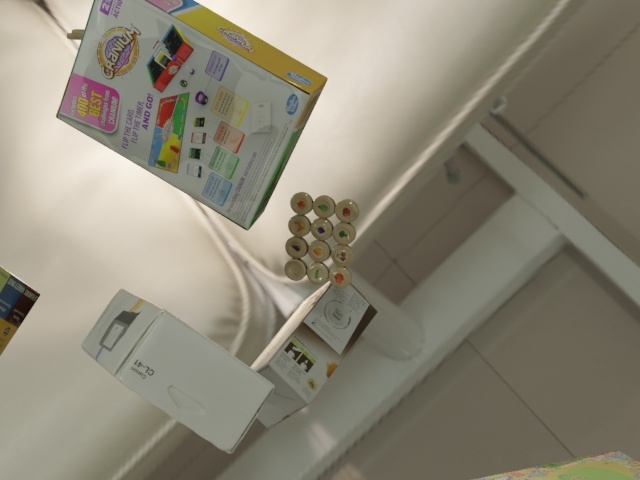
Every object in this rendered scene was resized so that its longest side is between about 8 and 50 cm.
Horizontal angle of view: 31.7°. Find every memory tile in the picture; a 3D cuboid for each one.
[{"bbox_3d":[0.000,0.000,1.760,0.113,0.012,0.148,11,111,15],"label":"memory tile"}]

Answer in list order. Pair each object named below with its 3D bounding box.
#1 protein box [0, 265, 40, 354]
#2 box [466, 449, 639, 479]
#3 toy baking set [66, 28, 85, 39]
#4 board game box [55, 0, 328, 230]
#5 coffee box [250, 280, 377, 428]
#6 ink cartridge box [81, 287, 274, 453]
[{"bbox_3d":[-0.492,0.086,1.356,0.200,0.136,0.201,27,78,18],"label":"protein box"},{"bbox_3d":[0.195,0.327,1.016,0.290,0.279,0.177,-10,92,-6],"label":"box"},{"bbox_3d":[-0.306,-0.328,1.885,0.256,0.196,0.030,18,112,38],"label":"toy baking set"},{"bbox_3d":[-0.179,-0.191,1.516,0.316,0.064,0.242,31,125,3],"label":"board game box"},{"bbox_3d":[-0.025,0.187,1.919,0.141,0.098,0.246,-38,9,49],"label":"coffee box"},{"bbox_3d":[-0.231,0.197,1.776,0.131,0.226,0.306,-57,20,-10],"label":"ink cartridge box"}]
